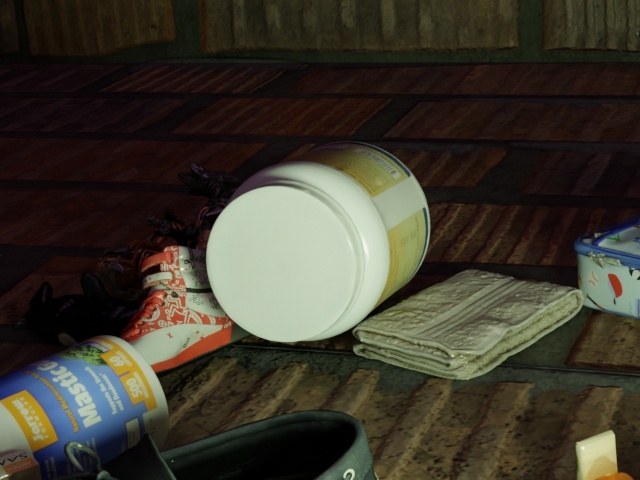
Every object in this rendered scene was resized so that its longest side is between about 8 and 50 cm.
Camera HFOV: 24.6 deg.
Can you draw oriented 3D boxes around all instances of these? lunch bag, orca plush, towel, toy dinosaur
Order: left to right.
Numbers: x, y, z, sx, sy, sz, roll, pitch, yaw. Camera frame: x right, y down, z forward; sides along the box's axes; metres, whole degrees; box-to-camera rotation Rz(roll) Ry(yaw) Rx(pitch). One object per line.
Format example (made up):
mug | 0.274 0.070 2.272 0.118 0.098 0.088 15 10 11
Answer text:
orca plush | -0.299 0.083 1.974 0.151 0.102 0.287 -19 24 -36
toy dinosaur | -0.156 0.020 2.131 0.322 0.164 0.218 13 34 -4
towel | 0.190 0.100 1.894 0.187 0.049 0.282 12 25 38
lunch bag | 0.490 0.021 1.959 0.303 0.115 0.243 -17 20 -34

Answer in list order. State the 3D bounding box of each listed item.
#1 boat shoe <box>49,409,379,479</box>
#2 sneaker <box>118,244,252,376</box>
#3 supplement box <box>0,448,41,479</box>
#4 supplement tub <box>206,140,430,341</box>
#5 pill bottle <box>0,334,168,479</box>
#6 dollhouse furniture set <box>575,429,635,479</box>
boat shoe | -0.170 0.259 1.321 0.500 0.156 0.187 -10 31 -19
sneaker | -0.207 0.094 1.826 0.090 0.145 0.270 -30 -6 42
supplement box | -0.300 0.259 1.416 0.062 0.098 0.036 -16 27 -28
supplement tub | 0.000 0.000 1.894 0.228 0.228 0.316 2 11 19
pill bottle | -0.305 0.211 1.531 0.152 0.152 0.272 12 25 40
dollhouse furniture set | 0.297 0.250 1.270 0.259 0.135 0.262 -16 27 -19
